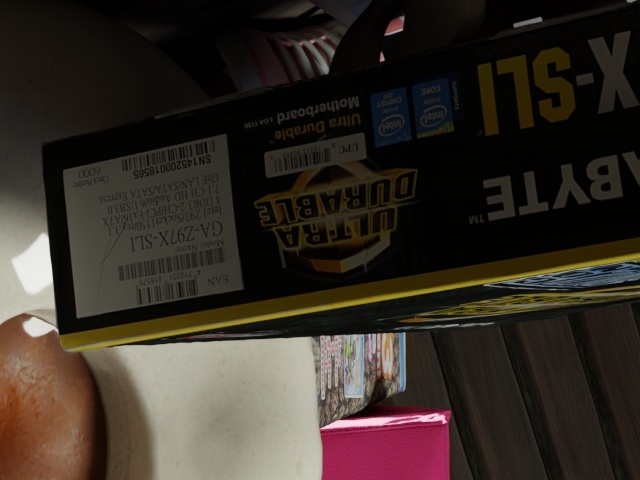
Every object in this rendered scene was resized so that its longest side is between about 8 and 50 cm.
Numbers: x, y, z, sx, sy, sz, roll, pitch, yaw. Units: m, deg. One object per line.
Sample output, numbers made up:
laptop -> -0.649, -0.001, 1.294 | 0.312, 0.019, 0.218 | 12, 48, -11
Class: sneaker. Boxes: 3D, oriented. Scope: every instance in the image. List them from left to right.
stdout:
sneaker -> -0.007, -0.086, 0.874 | 0.070, 0.051, 0.134 | -24, 173, 5

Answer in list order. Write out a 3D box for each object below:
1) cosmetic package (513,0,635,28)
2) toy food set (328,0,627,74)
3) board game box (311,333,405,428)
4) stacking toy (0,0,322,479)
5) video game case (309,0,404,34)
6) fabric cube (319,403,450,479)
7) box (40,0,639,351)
cosmetic package -> 0.243, -0.123, 1.021 | 0.377, 0.097, 0.284 | -16, 178, -7
toy food set -> 0.163, -0.098, 0.668 | 0.306, 0.092, 0.220 | -15, 176, -11
board game box -> -0.087, 0.023, 0.990 | 0.232, 0.141, 0.291 | -1, 179, 11
stacking toy -> -0.272, 0.083, 0.769 | 0.480, 0.351, 0.350 | 0, -174, 34
video game case -> 0.084, -0.135, 0.703 | 0.204, 0.025, 0.285 | -17, 176, 11
fabric cube -> -0.098, 0.223, 1.007 | 0.259, 0.258, 0.254 | 0, 180, -38
box -> 0.098, -0.016, 0.664 | 0.257, 0.079, 0.322 | -13, 173, 27
